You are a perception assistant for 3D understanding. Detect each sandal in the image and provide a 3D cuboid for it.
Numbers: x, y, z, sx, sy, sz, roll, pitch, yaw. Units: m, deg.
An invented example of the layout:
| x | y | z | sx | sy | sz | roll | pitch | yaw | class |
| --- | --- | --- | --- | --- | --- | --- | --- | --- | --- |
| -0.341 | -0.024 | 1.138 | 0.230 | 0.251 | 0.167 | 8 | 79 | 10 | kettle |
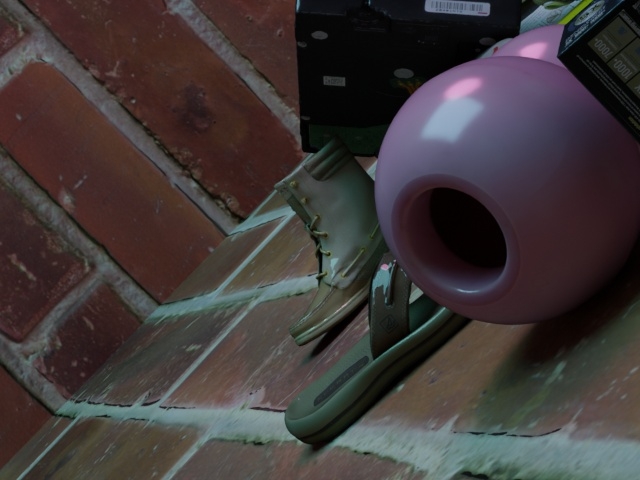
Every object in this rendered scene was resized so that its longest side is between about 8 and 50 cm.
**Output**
| x | y | z | sx | sy | sz | roll | pitch | yaw | class |
| --- | --- | --- | --- | --- | --- | --- | --- | --- | --- |
| 0.068 | 0.064 | 1.650 | 0.303 | 0.086 | 0.120 | -44 | 8 | 5 | sandal |

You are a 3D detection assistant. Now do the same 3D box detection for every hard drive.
| x | y | z | sx | sy | sz | roll | pitch | yaw | class |
| --- | --- | --- | --- | --- | --- | --- | --- | --- | --- |
| 0.093 | -0.186 | 1.982 | 0.339 | 0.236 | 0.064 | 86 | -172 | -67 | hard drive |

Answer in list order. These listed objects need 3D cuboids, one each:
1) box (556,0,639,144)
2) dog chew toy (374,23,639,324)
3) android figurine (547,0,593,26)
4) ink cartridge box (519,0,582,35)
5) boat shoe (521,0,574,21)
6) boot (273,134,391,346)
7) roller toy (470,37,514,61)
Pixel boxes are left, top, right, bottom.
| x | y | z | sx | sy | sz | roll | pitch | yaw | class |
| --- | --- | --- | --- | --- | --- | --- | --- | --- | --- |
| 0.273 | -0.116 | 1.192 | 0.147 | 0.180 | 0.077 | -42 | 9 | 24 | box |
| 0.187 | -0.076 | 1.408 | 0.206 | 0.207 | 0.332 | -36 | 3 | 46 | dog chew toy |
| 0.317 | -0.244 | 2.096 | 0.248 | 0.056 | 0.273 | -42 | 9 | 9 | android figurine |
| 0.275 | -0.255 | 2.356 | 0.296 | 0.066 | 0.261 | -44 | 33 | 4 | ink cartridge box |
| 0.259 | -0.310 | 2.239 | 0.118 | 0.103 | 0.320 | -24 | 1 | -44 | boat shoe |
| 0.000 | 0.000 | 2.046 | 0.213 | 0.165 | 0.077 | -47 | 8 | -18 | boot |
| 0.167 | -0.106 | 1.810 | 0.191 | 0.146 | 0.209 | -35 | 12 | 48 | roller toy |
